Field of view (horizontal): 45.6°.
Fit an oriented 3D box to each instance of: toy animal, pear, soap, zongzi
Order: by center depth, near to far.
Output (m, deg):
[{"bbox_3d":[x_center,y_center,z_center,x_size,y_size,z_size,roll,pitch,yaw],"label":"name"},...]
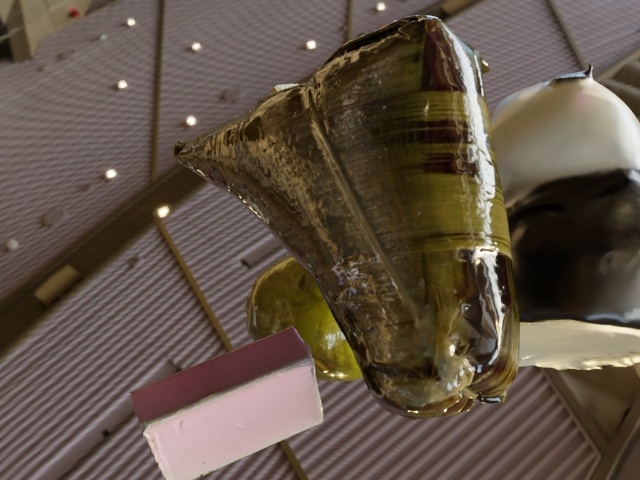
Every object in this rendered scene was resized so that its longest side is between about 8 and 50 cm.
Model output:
[{"bbox_3d":[0.000,0.000,0.593,0.288,0.134,0.285,-13,-108,27],"label":"zongzi"},{"bbox_3d":[0.269,-0.028,0.835,0.251,0.251,0.309,-1,-113,14],"label":"toy animal"},{"bbox_3d":[-0.131,0.246,1.126,0.260,0.181,0.081,-22,-133,-13],"label":"soap"},{"bbox_3d":[0.024,0.126,1.361,0.321,0.269,0.269,11,-142,-17],"label":"pear"}]

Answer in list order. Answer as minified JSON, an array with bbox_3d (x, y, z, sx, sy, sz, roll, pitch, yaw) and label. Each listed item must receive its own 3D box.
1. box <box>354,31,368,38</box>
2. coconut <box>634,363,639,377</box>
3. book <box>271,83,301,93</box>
[{"bbox_3d":[0.138,-0.269,1.337,0.210,0.129,0.147,24,-91,17],"label":"box"},{"bbox_3d":[0.577,0.018,1.043,0.405,0.404,0.404,-8,-139,7],"label":"coconut"},{"bbox_3d":[0.015,-0.213,1.500,0.018,0.241,0.170,-42,175,25],"label":"book"}]
